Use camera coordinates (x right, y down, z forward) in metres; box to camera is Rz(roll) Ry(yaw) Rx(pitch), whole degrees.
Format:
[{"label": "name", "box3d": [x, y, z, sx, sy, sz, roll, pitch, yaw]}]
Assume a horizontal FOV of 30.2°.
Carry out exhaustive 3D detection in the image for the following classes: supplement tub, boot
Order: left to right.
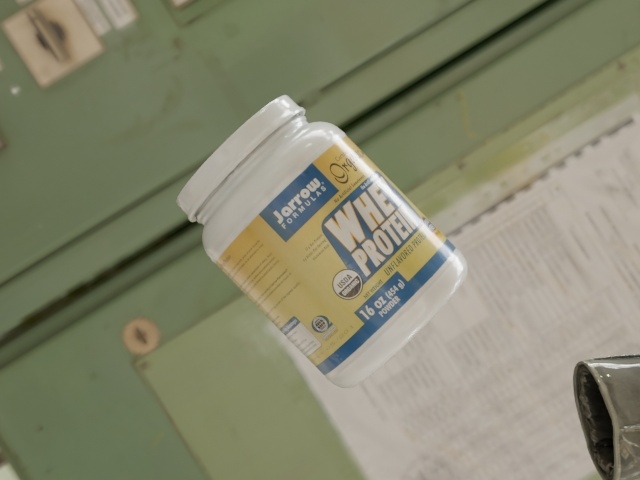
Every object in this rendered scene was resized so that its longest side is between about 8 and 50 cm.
[{"label": "supplement tub", "box3d": [0.000, 0.000, 0.924, 0.200, 0.144, 0.144, 45, 0, 1]}, {"label": "boot", "box3d": [0.324, 0.169, 0.967, 0.076, 0.208, 0.190, -56, -133, 52]}]
